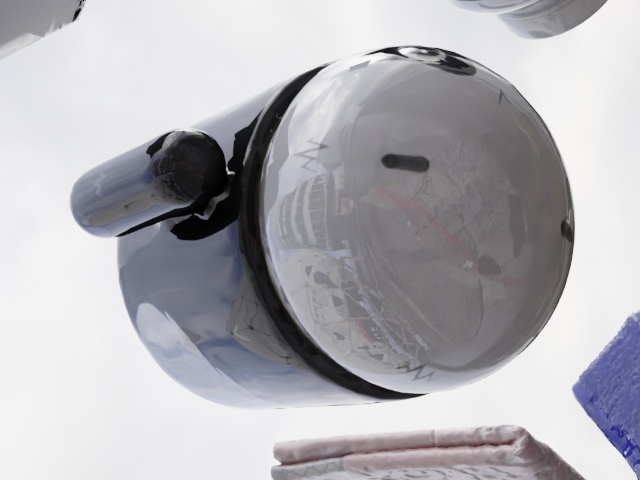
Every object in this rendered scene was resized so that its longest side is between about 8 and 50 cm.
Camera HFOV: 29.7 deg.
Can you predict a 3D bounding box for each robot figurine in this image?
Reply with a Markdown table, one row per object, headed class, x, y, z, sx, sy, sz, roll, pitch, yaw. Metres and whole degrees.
| class | x | y | z | sx | sy | sz | roll | pitch | yaw |
| --- | --- | --- | --- | --- | --- | --- | --- | --- | --- |
| robot figurine | 0.002 | -0.002 | 0.630 | 0.209 | 0.278 | 0.173 | -33 | -80 | -34 |

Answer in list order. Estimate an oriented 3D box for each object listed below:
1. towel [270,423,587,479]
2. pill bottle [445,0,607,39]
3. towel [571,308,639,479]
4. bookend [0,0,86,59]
| class | x | y | z | sx | sy | sz | roll | pitch | yaw |
| --- | --- | --- | --- | --- | --- | --- | --- | --- | --- |
| towel | 0.148 | 0.290 | 1.433 | 0.332 | 0.317 | 0.053 | 40 | -132 | -55 |
| pill bottle | 0.125 | -0.313 | 0.987 | 0.323 | 0.181 | 0.181 | 42 | -133 | -38 |
| towel | 0.397 | 0.104 | 1.170 | 0.076 | 0.308 | 0.227 | 28 | -162 | -27 |
| bookend | -0.211 | -0.161 | 0.611 | 0.072 | 0.156 | 0.157 | -62 | -3 | 29 |
